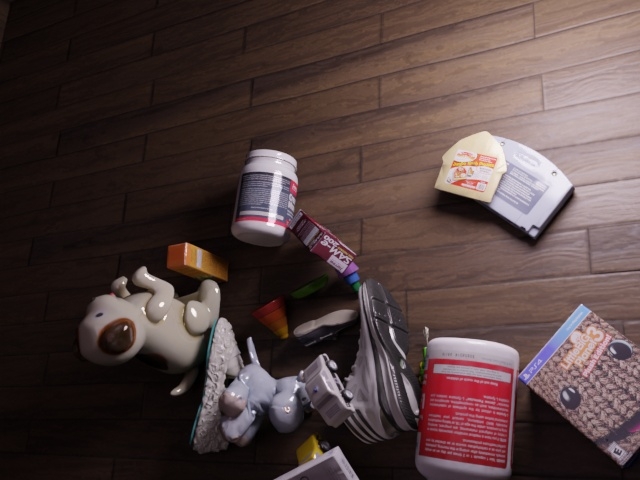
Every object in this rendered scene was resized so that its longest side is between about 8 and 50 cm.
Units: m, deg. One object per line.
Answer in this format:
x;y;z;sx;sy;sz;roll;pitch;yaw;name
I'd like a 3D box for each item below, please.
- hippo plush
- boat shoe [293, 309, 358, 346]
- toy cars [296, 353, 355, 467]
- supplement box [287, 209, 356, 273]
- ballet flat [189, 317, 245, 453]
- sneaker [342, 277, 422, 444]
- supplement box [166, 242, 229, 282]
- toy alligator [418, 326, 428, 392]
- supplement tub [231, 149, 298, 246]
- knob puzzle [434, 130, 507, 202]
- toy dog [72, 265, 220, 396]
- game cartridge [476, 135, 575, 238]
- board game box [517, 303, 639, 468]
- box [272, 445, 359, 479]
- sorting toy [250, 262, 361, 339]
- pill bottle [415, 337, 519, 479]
-0.137;0.473;1.957;0.236;0.234;0.294;6;32;13;hippo plush
0.024;0.261;2.005;0.206;0.075;0.065;-19;109;17;boat shoe
-0.004;0.495;1.774;0.176;0.087;0.394;-3;78;42;toy cars
0.000;0.000;1.998;0.073;0.130;0.239;-52;27;4;supplement box
-0.296;0.448;2.087;0.147;0.147;0.409;3;77;31;ballet flat
0.110;0.334;1.854;0.257;0.169;0.448;-31;50;28;sneaker
-0.391;0.077;2.190;0.078;0.233;0.080;-11;71;26;supplement box
0.298;0.328;1.819;0.051;0.056;0.190;9;73;-10;toy alligator
-0.174;-0.132;2.166;0.191;0.191;0.272;-2;72;29;supplement tub
0.429;-0.209;1.885;0.213;0.030;0.213;-11;68;27;knob puzzle
-0.558;0.281;2.095;0.284;0.408;0.396;-5;80;38;toy dog
0.528;-0.159;1.859;0.198;0.062;0.297;-50;56;1;game cartridge
0.651;0.334;1.558;0.232;0.141;0.291;-51;57;4;board game box
-0.029;0.689;1.702;0.322;0.058;0.232;-33;89;19;box
-0.030;0.190;2.044;0.365;0.127;0.126;-27;90;16;sorting toy
0.349;0.453;1.635;0.229;0.229;0.408;0;72;30;pill bottle
